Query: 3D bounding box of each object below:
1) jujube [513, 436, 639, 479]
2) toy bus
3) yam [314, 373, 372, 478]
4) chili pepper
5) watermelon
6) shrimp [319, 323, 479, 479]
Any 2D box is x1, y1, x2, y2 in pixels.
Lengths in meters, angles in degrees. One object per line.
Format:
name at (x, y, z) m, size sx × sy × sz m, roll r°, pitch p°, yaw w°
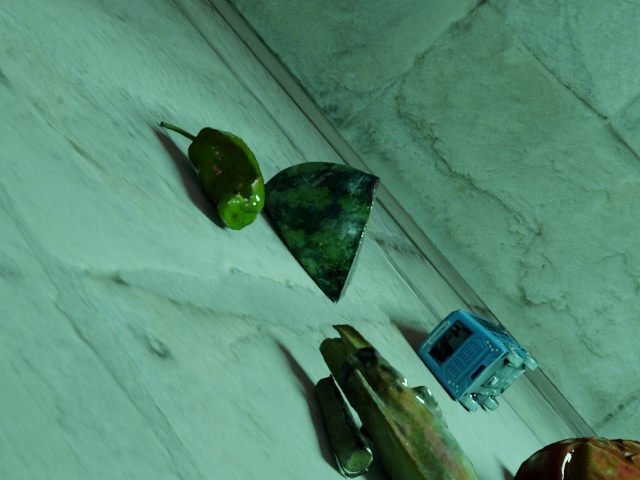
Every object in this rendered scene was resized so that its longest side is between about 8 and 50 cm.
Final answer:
jujube at (0.392, 0.342, 1.165) m, size 0.342 × 0.216 × 0.216 m, roll 19°, pitch 20°, yaw -19°
toy bus at (0.253, 0.188, 1.539) m, size 0.134 × 0.113 × 0.246 m, roll 45°, pitch 9°, yaw 22°
yam at (0.014, 0.160, 0.848) m, size 0.027 × 0.033 × 0.129 m, roll 19°, pitch 15°, yaw -21°
chili pepper at (-0.113, -0.089, 1.121) m, size 0.073 × 0.072 × 0.204 m, roll 36°, pitch 15°, yaw -43°
watermelon at (-0.014, -0.002, 1.324) m, size 0.207 × 0.136 × 0.202 m, roll 23°, pitch -47°, yaw 35°
shrimp at (0.106, 0.211, 0.914) m, size 0.317 × 0.077 × 0.168 m, roll 57°, pitch 5°, yaw 12°
